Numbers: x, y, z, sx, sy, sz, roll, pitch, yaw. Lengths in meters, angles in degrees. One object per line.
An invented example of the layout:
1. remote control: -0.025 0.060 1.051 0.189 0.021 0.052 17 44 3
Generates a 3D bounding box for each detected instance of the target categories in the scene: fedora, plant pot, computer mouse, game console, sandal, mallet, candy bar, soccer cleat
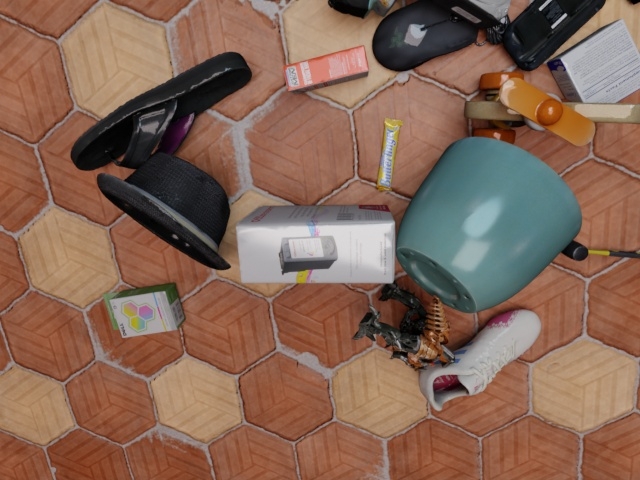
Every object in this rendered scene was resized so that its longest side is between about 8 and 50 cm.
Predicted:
1. fedora: -0.296 -0.075 0.914 0.334 0.334 0.153 33 75 -4
2. plant pot: 0.286 -0.006 0.806 0.293 0.293 0.235 44 77 -7
3. computer mouse: 0.233 -0.439 0.844 0.272 0.072 0.189 -23 103 11
4. game console: 0.504 -0.500 0.812 0.361 0.044 0.213 -44 98 11
5. sandal: -0.337 -0.241 0.897 0.445 0.167 0.107 -26 93 11
6. mallet: 0.638 0.024 0.961 0.189 0.062 0.039 3 108 -11
7. candy bar: 0.153 -0.189 0.949 0.040 0.018 0.162 7 105 3
8. soccer cleat: 0.384 0.291 0.997 0.331 0.143 0.116 -37 99 13

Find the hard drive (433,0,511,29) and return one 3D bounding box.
1. hard drive: 0.269 -0.582 0.727 0.236 0.064 0.339 11 95 -29

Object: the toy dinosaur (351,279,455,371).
1. toy dinosaur: 0.215 0.194 0.947 0.218 0.164 0.322 32 132 16

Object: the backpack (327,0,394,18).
1. backpack: 0.101 -0.523 0.784 0.144 0.166 0.188 15 109 -1

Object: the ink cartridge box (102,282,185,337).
1. ink cartridge box: -0.466 0.182 1.084 0.209 0.062 0.109 -9 105 8

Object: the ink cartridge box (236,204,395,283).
1. ink cartridge box: 0.000 0.000 0.908 0.306 0.226 0.131 -2 104 7

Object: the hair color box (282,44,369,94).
1. hair color box: 0.013 -0.351 0.878 0.167 0.093 0.053 -12 103 8

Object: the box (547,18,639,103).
1. box: 0.552 -0.337 0.844 0.126 0.072 0.137 -32 100 13

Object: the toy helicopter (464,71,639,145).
1. toy helicopter: 0.443 -0.236 0.762 0.355 0.235 0.140 9 107 22
